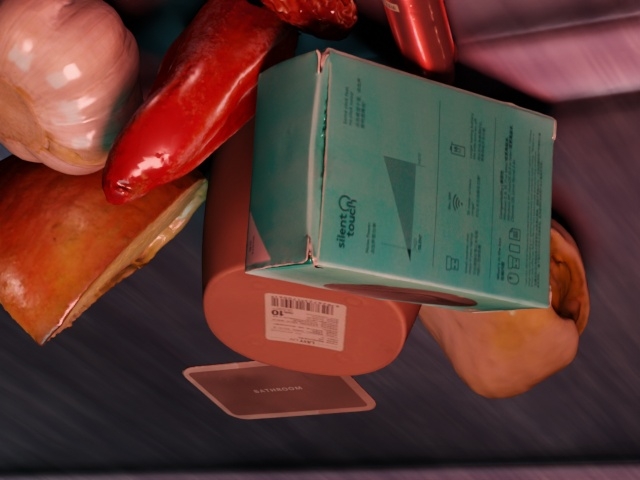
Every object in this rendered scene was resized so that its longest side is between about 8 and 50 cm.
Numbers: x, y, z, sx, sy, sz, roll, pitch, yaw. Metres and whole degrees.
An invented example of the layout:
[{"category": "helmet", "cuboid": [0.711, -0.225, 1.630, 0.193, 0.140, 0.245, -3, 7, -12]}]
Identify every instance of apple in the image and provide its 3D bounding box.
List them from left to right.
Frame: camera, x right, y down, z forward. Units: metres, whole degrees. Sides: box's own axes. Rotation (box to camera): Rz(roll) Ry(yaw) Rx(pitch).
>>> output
[{"category": "apple", "cuboid": [-0.257, -0.021, 1.537, 0.254, 0.346, 0.179, -9, 104, 19]}]

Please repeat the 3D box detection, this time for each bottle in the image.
[{"category": "bottle", "cuboid": [0.095, -0.204, 1.336, 0.060, 0.060, 0.164, 1, 147, 17]}]

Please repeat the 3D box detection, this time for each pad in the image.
[{"category": "pad", "cuboid": [-0.063, 0.224, 2.128, 0.266, 0.002, 0.176, -8, 144, 29]}]

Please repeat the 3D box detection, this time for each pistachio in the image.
[{"category": "pistachio", "cuboid": [0.211, 0.073, 1.644, 0.197, 0.166, 0.288, 11, 144, 15]}]

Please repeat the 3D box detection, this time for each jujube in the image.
[{"category": "jujube", "cuboid": [-0.012, -0.232, 1.315, 0.077, 0.077, 0.129, -10, 154, 31]}]

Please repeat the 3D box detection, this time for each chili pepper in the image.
[{"category": "chili pepper", "cuboid": [-0.121, -0.129, 1.353, 0.144, 0.253, 0.136, -3, 128, 35]}]

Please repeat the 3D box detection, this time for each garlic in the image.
[{"category": "garlic", "cuboid": [-0.270, -0.172, 1.410, 0.228, 0.152, 0.228, 31, 152, 19]}]

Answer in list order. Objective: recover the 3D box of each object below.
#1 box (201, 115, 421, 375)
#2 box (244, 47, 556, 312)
[{"category": "box", "cuboid": [0.000, 0.000, 1.548, 0.301, 0.216, 0.301, 8, 147, 5]}, {"category": "box", "cuboid": [0.082, -0.047, 1.365, 0.311, 0.205, 0.118, 11, 165, -37]}]
